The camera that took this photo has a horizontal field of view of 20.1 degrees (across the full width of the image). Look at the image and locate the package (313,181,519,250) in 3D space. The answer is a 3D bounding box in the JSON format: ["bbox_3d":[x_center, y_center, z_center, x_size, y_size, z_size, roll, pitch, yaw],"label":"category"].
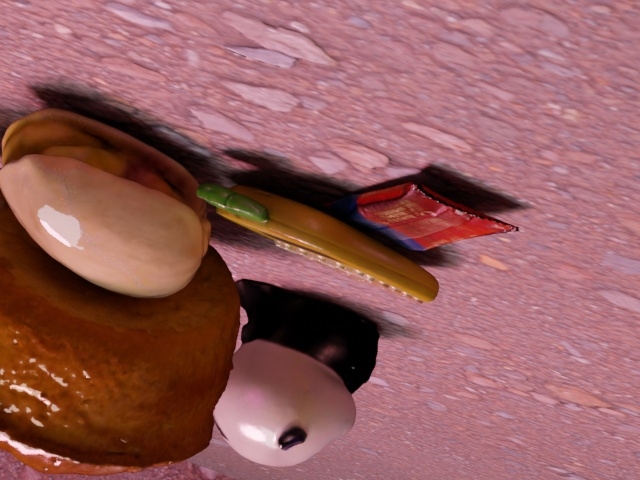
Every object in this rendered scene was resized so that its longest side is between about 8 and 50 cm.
[{"bbox_3d":[0.066,-0.017,1.328,0.083,0.022,0.200,25,168,-19],"label":"package"}]

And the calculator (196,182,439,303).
[{"bbox_3d":[0.000,0.000,1.426,0.146,0.032,0.235,19,174,46],"label":"calculator"}]

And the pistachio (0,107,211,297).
[{"bbox_3d":[-0.172,-0.022,1.417,0.145,0.117,0.200,-21,147,36],"label":"pistachio"}]

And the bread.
[{"bbox_3d":[-0.217,0.068,1.538,0.312,0.172,0.312,19,-153,-10],"label":"bread"}]

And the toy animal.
[{"bbox_3d":[-0.039,0.137,1.784,0.166,0.179,0.138,2,146,30],"label":"toy animal"}]
